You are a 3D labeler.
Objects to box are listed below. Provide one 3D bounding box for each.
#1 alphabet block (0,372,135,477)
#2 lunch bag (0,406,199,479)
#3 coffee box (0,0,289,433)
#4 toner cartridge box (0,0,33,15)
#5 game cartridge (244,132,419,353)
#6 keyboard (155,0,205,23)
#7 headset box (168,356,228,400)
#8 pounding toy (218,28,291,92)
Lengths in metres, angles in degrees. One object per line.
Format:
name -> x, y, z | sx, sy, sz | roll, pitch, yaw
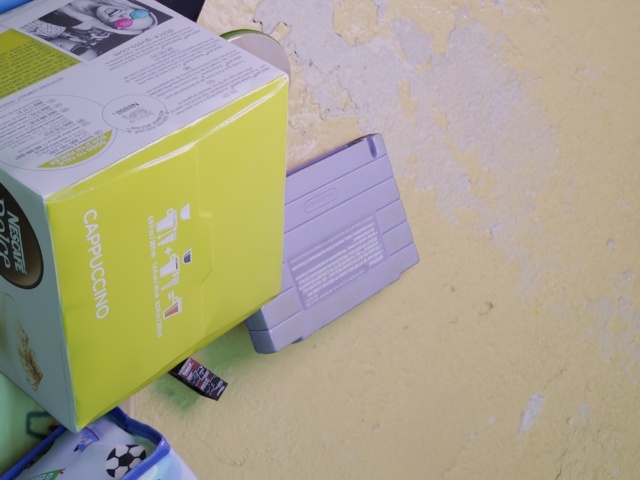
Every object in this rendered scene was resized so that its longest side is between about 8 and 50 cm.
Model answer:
alphabet block -> -0.357, 0.233, 1.498 | 0.193, 0.192, 0.197 | 1, 90, -31
lunch bag -> -0.281, 0.428, 1.332 | 0.385, 0.239, 0.328 | -45, 120, -20
coffee box -> -0.269, -0.055, 1.354 | 0.338, 0.334, 0.338 | -33, 141, -36
toner cartridge box -> -0.510, -0.252, 1.391 | 0.347, 0.075, 0.165 | -7, 138, -21
game cartridge -> 0.000, 0.000, 1.715 | 0.355, 0.068, 0.230 | -28, 109, -44
keyboard -> -0.255, -0.270, 1.546 | 0.201, 0.033, 0.317 | 9, 108, -57
headset box -> -0.183, 0.193, 1.665 | 0.083, 0.062, 0.032 | 40, 73, -23
pounding toy -> -0.151, -0.207, 1.665 | 0.183, 0.110, 0.237 | -8, 125, -39
